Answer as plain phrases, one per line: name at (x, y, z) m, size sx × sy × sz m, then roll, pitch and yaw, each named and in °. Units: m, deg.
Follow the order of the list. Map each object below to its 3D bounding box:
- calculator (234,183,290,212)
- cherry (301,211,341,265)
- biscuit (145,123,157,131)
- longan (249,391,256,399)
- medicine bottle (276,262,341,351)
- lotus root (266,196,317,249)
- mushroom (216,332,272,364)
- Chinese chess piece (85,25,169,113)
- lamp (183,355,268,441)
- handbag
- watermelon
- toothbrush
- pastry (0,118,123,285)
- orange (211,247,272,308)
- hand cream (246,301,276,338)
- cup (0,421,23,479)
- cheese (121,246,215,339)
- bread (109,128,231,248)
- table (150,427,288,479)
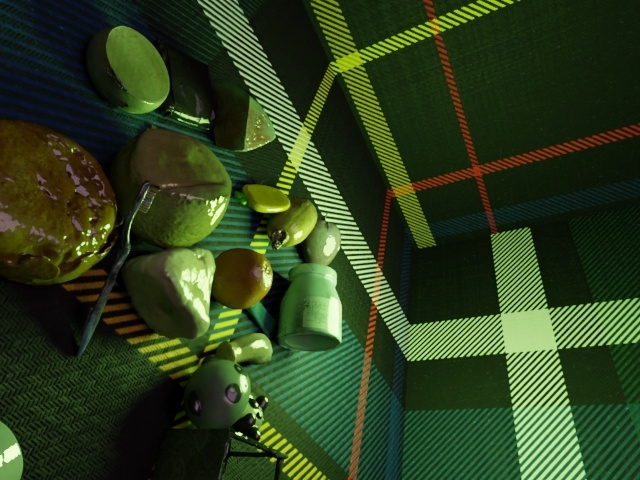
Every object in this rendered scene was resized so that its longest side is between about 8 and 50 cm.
calculator at (-0.217, -0.161, 1.650) m, size 0.234 × 0.032 × 0.146 m, roll -3°, pitch 47°, yaw -44°
cherry at (0.000, 0.000, 1.951) m, size 0.213 × 0.183 × 0.266 m, roll 4°, pitch 100°, yaw -75°
biscuit at (-0.491, -0.297, 1.275) m, size 0.082 × 0.016 × 0.092 m, roll 71°, pitch 25°, yaw -15°
longan at (-0.246, 0.504, 1.322) m, size 0.113 × 0.092 × 0.113 m, roll -11°, pitch 104°, yaw -49°
medicine bottle at (-0.040, 0.258, 1.692) m, size 0.245 × 0.245 × 0.290 m, roll 44°, pitch 38°, yaw -49°
lotus root at (-0.121, -0.069, 1.749) m, size 0.151 × 0.169 × 0.343 m, roll -64°, pitch 174°, yaw 31°
mushroom at (-0.236, 0.353, 1.412) m, size 0.096 × 0.108 × 0.247 m, roll 42°, pitch 10°, yaw 26°
Chinese chess piece at (-0.526, -0.463, 1.192) m, size 0.238 × 0.092 × 0.238 m, roll 39°, pitch 45°, yaw -54°
lamp at (-0.258, 0.442, 1.197) m, size 0.244 × 0.197 × 0.198 m, roll 46°, pitch 36°, yaw -18°
handbag at (-0.436, -0.495, 1.404) m, size 0.223 × 0.080 × 0.247 m, roll 3°, pitch 75°, yaw -63°
watermelon at (-0.299, -0.418, 1.531) m, size 0.201 × 0.212 × 0.262 m, roll -57°, pitch 144°, yaw -22°
toothbrush at (-0.454, 0.060, 0.964) m, size 0.042 × 0.035 × 0.413 m, roll 24°, pitch 86°, yaw -23°
pastry at (-0.566, -0.076, 0.852) m, size 0.356 × 0.163 × 0.356 m, roll 33°, pitch 51°, yaw -52°
orange at (-0.250, 0.117, 1.367) m, size 0.206 × 0.206 × 0.206 m, roll 38°, pitch 46°, yaw -53°
hand cream at (-0.216, 0.263, 1.562) m, size 0.224 × 0.048 × 0.083 m, roll 62°, pitch 29°, yaw -41°
cup at (-0.598, 0.334, 0.618) m, size 0.258 × 0.186 × 0.234 m, roll 50°, pitch 16°, yaw 7°
cheese at (-0.386, 0.094, 1.126) m, size 0.248 × 0.173 × 0.251 m, roll 62°, pitch 29°, yaw -48°
bread at (-0.393, -0.132, 1.156) m, size 0.320 × 0.237 × 0.320 m, roll 44°, pitch 22°, yaw -23°
table at (-0.261, 0.671, 1.065) m, size 0.272 × 0.222 × 0.335 m, roll 50°, pitch 37°, yaw -42°
